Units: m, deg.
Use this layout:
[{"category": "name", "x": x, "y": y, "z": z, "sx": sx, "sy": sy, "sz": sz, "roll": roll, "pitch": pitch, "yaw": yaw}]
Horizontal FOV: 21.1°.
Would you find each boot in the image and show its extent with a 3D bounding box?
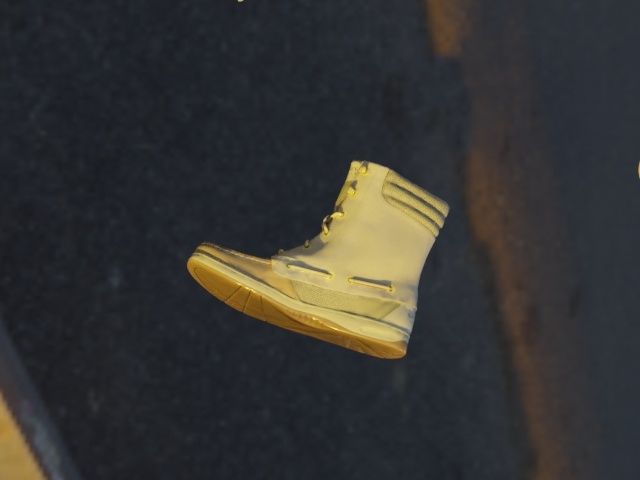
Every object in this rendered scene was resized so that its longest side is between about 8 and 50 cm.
[{"category": "boot", "x": 0.000, "y": 0.000, "z": 1.572, "sx": 0.077, "sy": 0.213, "sz": 0.165, "roll": 118, "pitch": -8, "yaw": -73}]

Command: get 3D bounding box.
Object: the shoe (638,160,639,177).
[{"category": "shoe", "x": 0.286, "y": -0.029, "z": 1.076, "sx": 0.081, "sy": 0.178, "sz": 0.063, "roll": 21, "pitch": 89, "yaw": -78}]
